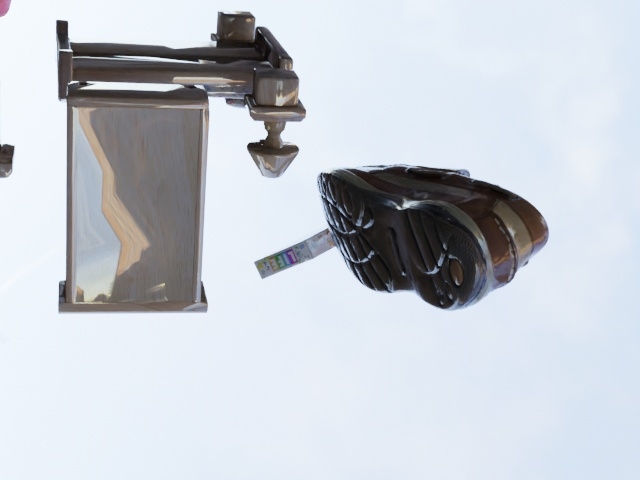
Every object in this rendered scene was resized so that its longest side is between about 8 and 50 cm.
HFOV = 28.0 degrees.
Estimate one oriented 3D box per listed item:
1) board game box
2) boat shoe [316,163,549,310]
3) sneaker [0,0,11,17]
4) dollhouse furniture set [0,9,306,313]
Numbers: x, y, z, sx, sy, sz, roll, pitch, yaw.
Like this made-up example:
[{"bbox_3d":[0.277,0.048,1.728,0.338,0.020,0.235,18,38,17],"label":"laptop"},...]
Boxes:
[{"bbox_3d":[0.000,0.000,1.672,0.103,0.026,0.154,-22,-176,45],"label":"board game box"},{"bbox_3d":[0.103,-0.014,1.239,0.120,0.123,0.324,-21,-159,-19],"label":"boat shoe"},{"bbox_3d":[-0.223,-0.156,0.522,0.116,0.136,0.314,-6,179,29],"label":"sneaker"},{"bbox_3d":[-0.183,-0.085,1.107,0.303,0.174,0.355,1,-159,-11],"label":"dollhouse furniture set"}]
